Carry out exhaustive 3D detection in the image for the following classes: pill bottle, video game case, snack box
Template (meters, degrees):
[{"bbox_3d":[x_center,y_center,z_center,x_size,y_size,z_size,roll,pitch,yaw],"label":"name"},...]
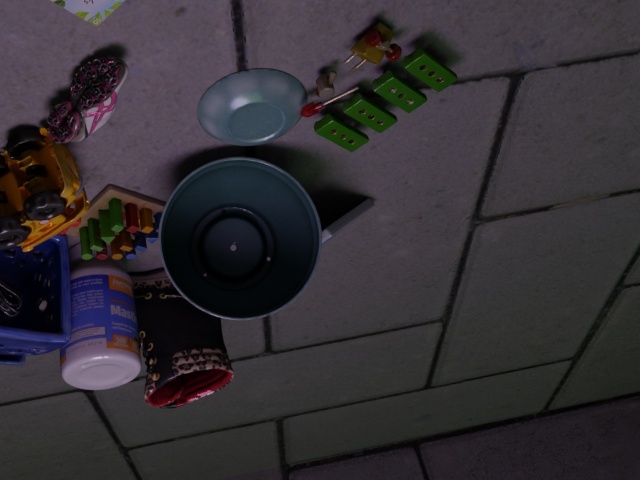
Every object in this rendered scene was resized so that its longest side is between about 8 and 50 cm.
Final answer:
[{"bbox_3d":[-0.440,0.142,1.729,0.152,0.272,0.152,-10,149,-6],"label":"pill bottle"},{"bbox_3d":[0.000,0.000,1.800,0.193,0.023,0.212,-38,179,34],"label":"video game case"},{"bbox_3d":[-0.301,-0.366,1.191,0.141,0.037,0.100,-32,146,28],"label":"snack box"}]

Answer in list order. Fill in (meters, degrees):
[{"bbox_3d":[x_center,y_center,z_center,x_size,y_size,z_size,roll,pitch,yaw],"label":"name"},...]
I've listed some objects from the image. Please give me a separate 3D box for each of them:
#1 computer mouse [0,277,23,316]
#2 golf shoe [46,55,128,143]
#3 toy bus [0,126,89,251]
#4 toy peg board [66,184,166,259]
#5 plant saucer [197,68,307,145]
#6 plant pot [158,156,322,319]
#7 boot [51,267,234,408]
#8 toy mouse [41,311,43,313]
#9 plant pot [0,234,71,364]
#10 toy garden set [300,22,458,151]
[{"bbox_3d":[-0.624,0.128,1.427,0.060,0.262,0.184,8,136,51],"label":"computer mouse"},{"bbox_3d":[-0.356,-0.226,1.384,0.186,0.068,0.086,-38,170,32],"label":"golf shoe"},{"bbox_3d":[-0.478,-0.072,1.511,0.220,0.150,0.211,-29,159,19],"label":"toy bus"},{"bbox_3d":[-0.380,-0.014,1.689,0.160,0.079,0.161,19,136,-42],"label":"toy peg board"},{"bbox_3d":[-0.114,-0.216,1.510,0.194,0.038,0.195,-11,149,-7],"label":"plant saucer"},{"bbox_3d":[-0.159,0.005,1.654,0.292,0.293,0.196,-7,175,-12],"label":"plant pot"},{"bbox_3d":[-0.371,0.214,1.841,0.377,0.284,0.138,-13,141,-9],"label":"boot"},{"bbox_3d":[-0.598,0.183,1.965,0.160,0.031,0.143,9,142,-33],"label":"toy mouse"},{"bbox_3d":[-0.624,0.109,1.651,0.235,0.236,0.212,14,145,-39],"label":"plant pot"},{"bbox_3d":[0.079,-0.265,1.500,0.244,0.049,0.203,-32,146,29],"label":"toy garden set"}]
